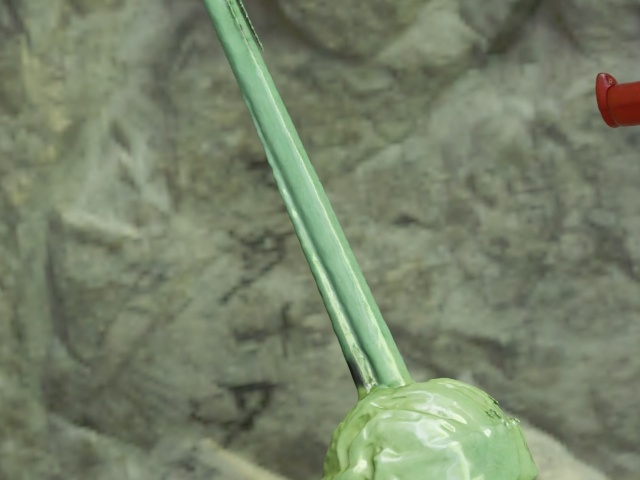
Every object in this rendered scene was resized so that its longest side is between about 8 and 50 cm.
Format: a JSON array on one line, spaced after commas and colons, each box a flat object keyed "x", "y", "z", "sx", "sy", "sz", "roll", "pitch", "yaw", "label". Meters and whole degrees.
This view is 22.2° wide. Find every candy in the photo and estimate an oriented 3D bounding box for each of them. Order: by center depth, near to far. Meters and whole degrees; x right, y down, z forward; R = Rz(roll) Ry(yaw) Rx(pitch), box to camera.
[{"x": 0.000, "y": 0.000, "z": 0.727, "sx": 0.093, "sy": 0.092, "sz": 0.335, "roll": -28, "pitch": -96, "yaw": 43, "label": "candy"}]

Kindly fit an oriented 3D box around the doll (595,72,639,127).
[{"x": 0.394, "y": -0.141, "z": 1.315, "sx": 0.384, "sy": 0.188, "sz": 0.099, "roll": 3, "pitch": -70, "yaw": 60, "label": "doll"}]
